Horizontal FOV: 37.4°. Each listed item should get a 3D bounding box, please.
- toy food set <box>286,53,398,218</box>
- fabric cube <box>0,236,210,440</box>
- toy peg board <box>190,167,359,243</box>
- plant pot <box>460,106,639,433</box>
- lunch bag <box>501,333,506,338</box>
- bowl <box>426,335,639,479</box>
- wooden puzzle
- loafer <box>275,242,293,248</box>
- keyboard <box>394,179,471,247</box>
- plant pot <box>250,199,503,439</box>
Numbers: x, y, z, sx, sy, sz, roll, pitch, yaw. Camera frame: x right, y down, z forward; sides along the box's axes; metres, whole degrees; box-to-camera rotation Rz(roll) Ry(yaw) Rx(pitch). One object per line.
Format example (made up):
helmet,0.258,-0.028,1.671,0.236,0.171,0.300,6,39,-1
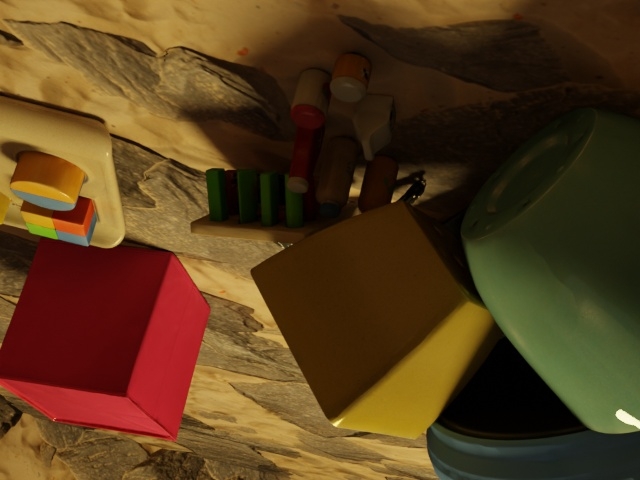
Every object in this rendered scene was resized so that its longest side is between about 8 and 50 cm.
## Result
toy food set,0.022,-0.098,1.059,0.111,0.104,0.232,7,154,13
fabric cube,-0.366,0.175,1.639,0.254,0.258,0.259,5,154,14
toy peg board,-0.055,-0.058,1.181,0.161,0.079,0.161,6,-162,24
plant pot,0.286,0.009,0.964,0.235,0.293,0.293,42,148,-10
lunch bag,0.204,0.146,1.481,0.303,0.115,0.243,-9,150,37
bowl,0.312,0.186,1.155,0.391,0.391,0.077,-10,104,40
wooden puzzle,-0.449,-0.085,1.342,0.322,0.080,0.348,14,155,-3
loafer,0.000,0.000,1.333,0.170,0.062,0.061,25,148,-27
keyboard,0.151,0.002,1.242,0.201,0.033,0.317,36,138,-17
plant pot,0.085,0.078,1.073,0.187,0.212,0.212,-40,149,16
